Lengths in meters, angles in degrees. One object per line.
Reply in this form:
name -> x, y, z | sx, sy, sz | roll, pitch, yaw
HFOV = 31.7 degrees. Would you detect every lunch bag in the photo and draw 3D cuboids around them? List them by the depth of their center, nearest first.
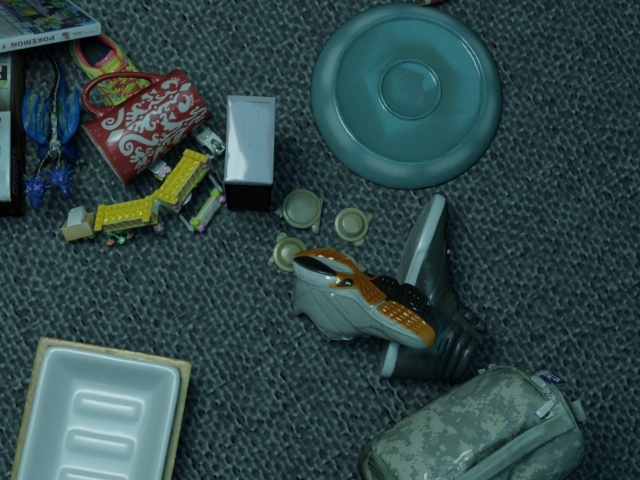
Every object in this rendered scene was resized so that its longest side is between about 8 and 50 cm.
lunch bag -> 0.224, 0.321, 1.634 | 0.305, 0.256, 0.212 | -31, 86, -8

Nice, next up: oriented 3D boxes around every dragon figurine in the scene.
dragon figurine -> -0.406, -0.183, 1.717 | 0.085, 0.144, 0.289 | -1, 82, -5

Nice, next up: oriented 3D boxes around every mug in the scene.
mug -> -0.265, -0.187, 1.691 | 0.169, 0.150, 0.113 | -35, 44, -8

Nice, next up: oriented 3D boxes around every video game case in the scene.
video game case -> -0.455, -0.334, 1.702 | 0.184, 0.201, 0.023 | -17, 124, -28

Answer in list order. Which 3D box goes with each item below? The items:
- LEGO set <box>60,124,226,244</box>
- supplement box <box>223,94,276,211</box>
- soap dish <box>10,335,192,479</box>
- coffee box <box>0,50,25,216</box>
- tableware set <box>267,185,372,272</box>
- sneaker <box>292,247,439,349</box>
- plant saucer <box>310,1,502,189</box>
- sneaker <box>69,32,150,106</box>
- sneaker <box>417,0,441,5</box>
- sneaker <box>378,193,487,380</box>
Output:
LEGO set -> -0.252, -0.052, 1.752 | 0.287, 0.107, 0.132 | -38, 51, -4
supplement box -> -0.106, -0.125, 1.683 | 0.073, 0.239, 0.130 | 2, 81, -3
soap dish -> -0.327, 0.304, 1.666 | 0.229, 0.118, 0.290 | 10, 81, -3
coffee box -> -0.506, -0.166, 1.709 | 0.098, 0.141, 0.246 | -1, 81, -5
tableware set -> 0.000, 0.000, 1.785 | 0.169, 0.020, 0.141 | 20, 83, -2
sneaker -> 0.064, 0.111, 1.699 | 0.262, 0.121, 0.099 | 29, 35, 33
plant saucer -> 0.143, -0.240, 1.820 | 0.318, 0.044, 0.317 | 1, 82, -5
sneaker -> -0.321, -0.256, 1.760 | 0.208, 0.094, 0.081 | 44, 79, 1
sneaker -> 0.181, -0.442, 1.853 | 0.067, 0.042, 0.118 | -11, 73, -16
sneaker -> 0.194, 0.083, 1.750 | 0.147, 0.104, 0.295 | 14, 87, -4
